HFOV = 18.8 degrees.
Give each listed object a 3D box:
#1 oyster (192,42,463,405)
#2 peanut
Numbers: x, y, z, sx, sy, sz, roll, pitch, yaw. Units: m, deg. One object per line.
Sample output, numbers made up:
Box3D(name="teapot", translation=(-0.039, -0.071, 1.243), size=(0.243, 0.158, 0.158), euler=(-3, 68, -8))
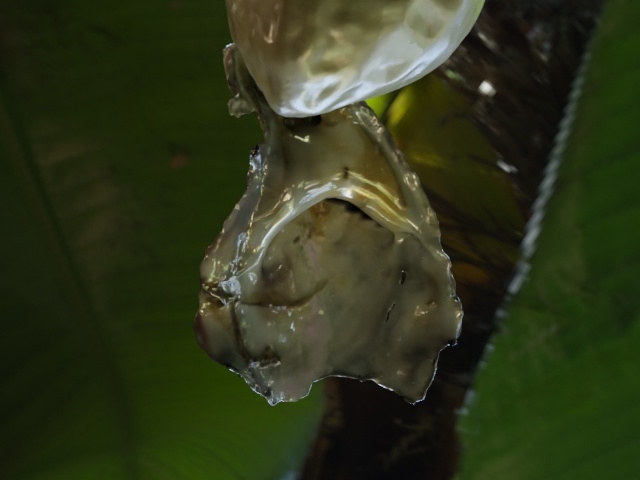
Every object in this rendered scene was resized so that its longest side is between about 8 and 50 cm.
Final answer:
Box3D(name="oyster", translation=(-0.004, -0.002, 1.527), size=(0.100, 0.275, 0.271), euler=(21, -93, 61))
Box3D(name="peanut", translation=(0.032, -0.125, 0.691), size=(0.090, 0.098, 0.214), euler=(28, -124, 0))
